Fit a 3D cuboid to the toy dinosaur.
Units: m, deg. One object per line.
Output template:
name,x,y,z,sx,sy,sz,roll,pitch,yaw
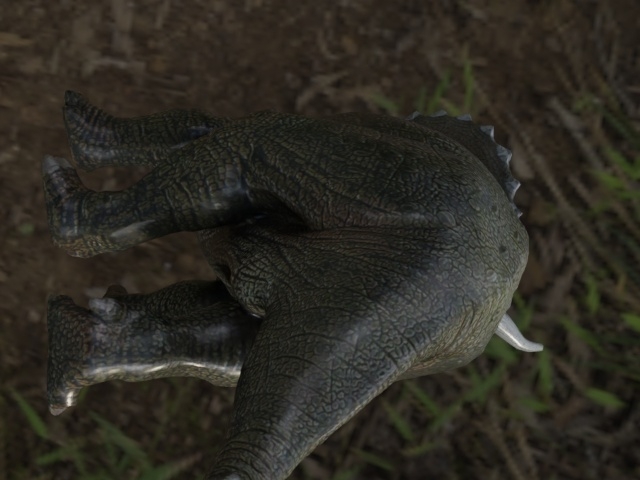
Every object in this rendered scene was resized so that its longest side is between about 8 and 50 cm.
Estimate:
toy dinosaur,0.000,0.000,0.506,0.160,0.313,0.121,-8,92,1
